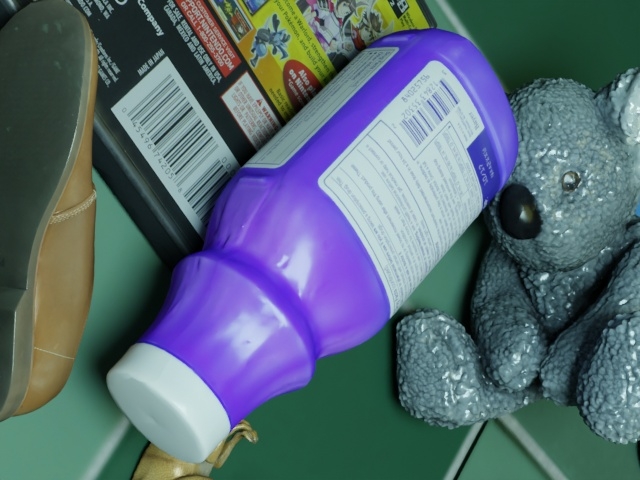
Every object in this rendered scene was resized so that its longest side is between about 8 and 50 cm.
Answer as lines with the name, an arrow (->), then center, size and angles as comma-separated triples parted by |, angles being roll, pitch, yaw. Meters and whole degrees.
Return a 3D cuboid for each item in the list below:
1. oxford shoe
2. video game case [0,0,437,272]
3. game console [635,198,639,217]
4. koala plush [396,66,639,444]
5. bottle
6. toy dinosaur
oxford shoe -> -0.143, -0.015, 0.649 | 0.076, 0.076, 0.212 | -2, 106, -62
video game case -> -0.069, -0.160, 0.728 | 0.248, 0.035, 0.275 | -49, 121, -28
game console -> 0.299, -0.053, 1.037 | 0.122, 0.107, 0.071 | 41, 37, -35
koala plush -> 0.160, -0.007, 0.849 | 0.203, 0.196, 0.221 | -24, 107, -50
bottle -> 0.000, 0.000, 0.710 | 0.283, 0.092, 0.118 | -48, 124, -29
toy dinosaur -> -0.087, 0.157, 0.723 | 0.112, 0.064, 0.211 | 27, 72, -11
